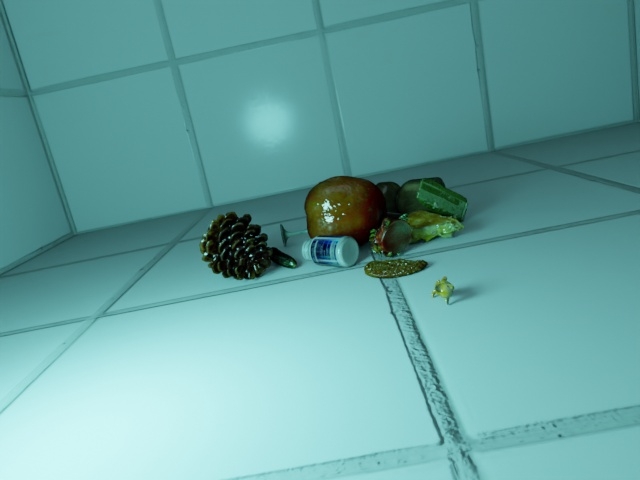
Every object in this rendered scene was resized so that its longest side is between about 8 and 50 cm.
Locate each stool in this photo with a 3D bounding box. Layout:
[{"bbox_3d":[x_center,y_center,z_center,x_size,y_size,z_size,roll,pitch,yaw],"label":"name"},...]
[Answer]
[{"bbox_3d":[0.368,-0.163,2.194,0.264,0.179,0.179,-2,17,34],"label":"stool"}]

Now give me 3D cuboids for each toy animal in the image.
[{"bbox_3d":[0.306,0.130,1.351,0.081,0.060,0.083,-32,7,28],"label":"toy animal"}]

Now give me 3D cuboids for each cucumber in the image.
[{"bbox_3d":[-0.140,0.069,1.968,0.058,0.052,0.215,21,1,-26],"label":"cucumber"}]

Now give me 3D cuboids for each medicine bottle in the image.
[{"bbox_3d":[0.030,0.036,1.837,0.192,0.106,0.107,2,19,43],"label":"medicine bottle"}]

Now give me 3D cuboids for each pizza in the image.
[{"bbox_3d":[0.379,-0.036,1.920,0.280,0.075,0.288,-28,23,-38],"label":"pizza"}]

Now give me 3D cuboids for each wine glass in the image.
[{"bbox_3d":[0.000,0.000,2.163,0.310,0.096,0.264,-11,37,1],"label":"wine glass"}]

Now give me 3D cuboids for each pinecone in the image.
[{"bbox_3d":[-0.284,0.031,1.895,0.246,0.246,0.292,-22,36,-35],"label":"pinecone"}]

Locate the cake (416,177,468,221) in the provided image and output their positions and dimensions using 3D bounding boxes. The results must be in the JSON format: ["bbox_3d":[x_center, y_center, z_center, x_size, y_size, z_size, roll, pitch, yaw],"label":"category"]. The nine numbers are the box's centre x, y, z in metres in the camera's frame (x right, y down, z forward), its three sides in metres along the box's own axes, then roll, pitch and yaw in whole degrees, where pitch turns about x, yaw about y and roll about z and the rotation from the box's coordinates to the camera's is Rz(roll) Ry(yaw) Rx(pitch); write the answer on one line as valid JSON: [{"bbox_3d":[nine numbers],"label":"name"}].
[{"bbox_3d":[0.443,-0.155,2.042,0.235,0.100,0.099,22,-10,-25],"label":"cake"}]

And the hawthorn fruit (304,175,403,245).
[{"bbox_3d":[0.125,-0.097,1.977,0.369,0.284,0.285,4,18,15],"label":"hawthorn fruit"}]

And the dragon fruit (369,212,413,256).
[{"bbox_3d":[0.226,-0.010,1.803,0.175,0.138,0.142,-13,31,50],"label":"dragon fruit"}]

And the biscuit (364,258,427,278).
[{"bbox_3d":[0.220,0.085,1.653,0.206,0.025,0.126,-4,16,31],"label":"biscuit"}]
